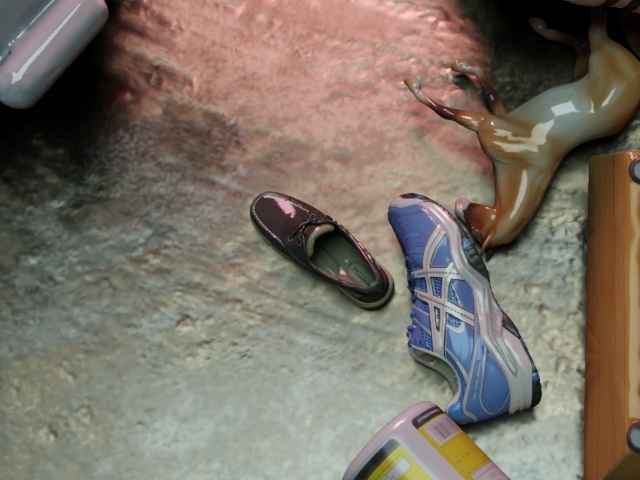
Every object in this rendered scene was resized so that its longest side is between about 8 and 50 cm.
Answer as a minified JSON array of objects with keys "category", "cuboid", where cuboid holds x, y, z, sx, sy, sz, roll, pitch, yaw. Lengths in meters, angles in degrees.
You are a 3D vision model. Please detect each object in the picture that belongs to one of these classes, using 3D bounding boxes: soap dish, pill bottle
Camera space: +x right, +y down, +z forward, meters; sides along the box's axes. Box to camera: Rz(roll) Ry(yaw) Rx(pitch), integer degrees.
[{"category":"soap dish","cuboid":[0.327,0.062,0.972,0.228,0.118,0.291,2,72,7]},{"category":"pill bottle","cuboid":[0.110,0.220,0.951,0.103,0.103,0.184,-42,70,-9]}]

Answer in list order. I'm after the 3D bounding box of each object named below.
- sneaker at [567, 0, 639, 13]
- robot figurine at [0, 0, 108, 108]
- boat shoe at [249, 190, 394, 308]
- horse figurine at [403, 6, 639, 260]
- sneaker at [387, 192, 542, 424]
[{"category":"sneaker","cuboid":[0.227,-0.351,1.144,0.257,0.169,0.448,17,44,-26]},{"category":"robot figurine","cuboid":[-0.329,-0.239,1.122,0.300,0.200,0.353,38,78,23]},{"category":"boat shoe","cuboid":[0.000,0.000,1.074,0.152,0.049,0.056,33,78,17]},{"category":"horse figurine","cuboid":[0.203,-0.125,1.087,0.263,0.066,0.174,-32,64,-3]},{"category":"sneaker","cuboid":[0.102,0.054,1.025,0.081,0.080,0.211,-25,68,-6]}]
